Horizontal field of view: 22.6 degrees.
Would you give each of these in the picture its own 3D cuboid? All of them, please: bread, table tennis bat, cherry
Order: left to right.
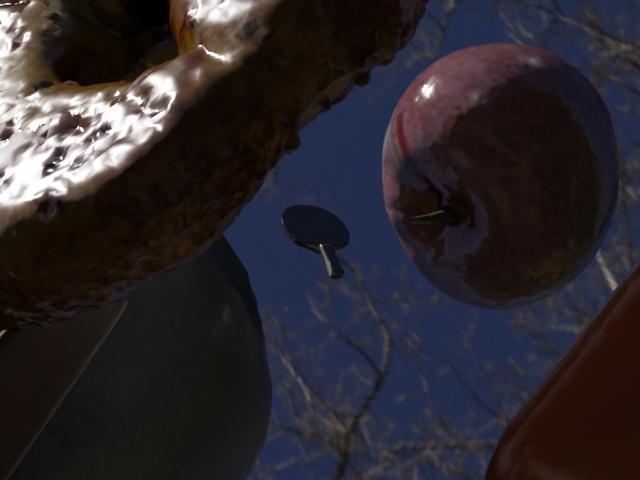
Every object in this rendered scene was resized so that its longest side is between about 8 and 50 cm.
[{"bbox_3d":[-0.050,-0.050,0.461,0.193,0.193,0.064,-38,-57,4],"label":"bread"},{"bbox_3d":[0.000,0.000,1.140,0.050,0.083,0.007,3,-55,-23],"label":"table tennis bat"},{"bbox_3d":[0.164,-0.058,1.448,0.285,0.213,0.236,-28,-44,-48],"label":"cherry"}]

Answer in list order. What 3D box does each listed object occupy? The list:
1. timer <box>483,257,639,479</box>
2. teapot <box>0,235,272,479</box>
[{"bbox_3d":[0.197,0.046,0.484,0.250,0.161,0.257,-40,-38,11],"label":"timer"},{"bbox_3d":[-0.172,0.102,0.574,0.253,0.344,0.300,40,-41,-12],"label":"teapot"}]
